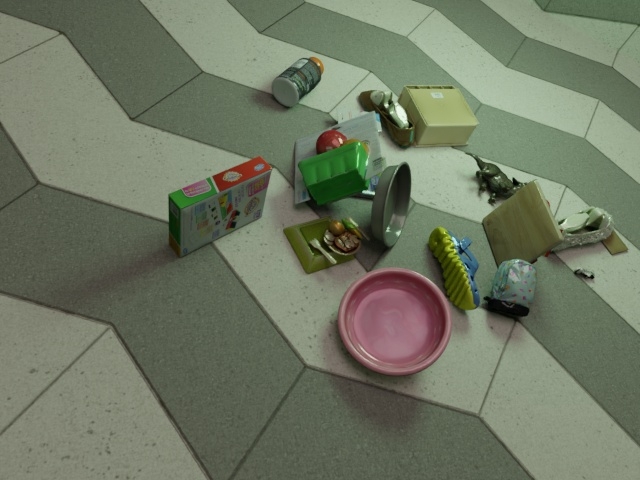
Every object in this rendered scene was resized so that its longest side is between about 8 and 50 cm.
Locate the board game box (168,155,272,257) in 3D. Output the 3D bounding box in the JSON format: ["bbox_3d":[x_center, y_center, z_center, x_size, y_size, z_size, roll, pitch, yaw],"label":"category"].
[{"bbox_3d":[-0.305,-0.102,1.572,0.317,0.242,0.064,-29,66,-32],"label":"board game box"}]

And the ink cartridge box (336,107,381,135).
[{"bbox_3d":[0.147,-0.466,2.079,0.182,0.061,0.104,6,54,-13],"label":"ink cartridge box"}]

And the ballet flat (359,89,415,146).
[{"bbox_3d":[0.282,-0.536,2.129,0.116,0.124,0.342,-22,64,-20],"label":"ballet flat"}]

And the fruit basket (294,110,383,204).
[{"bbox_3d":[0.060,-0.293,1.831,0.327,0.165,0.353,-18,40,16],"label":"fruit basket"}]

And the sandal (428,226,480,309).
[{"bbox_3d":[0.482,0.088,1.755,0.138,0.126,0.317,3,56,-20],"label":"sandal"}]

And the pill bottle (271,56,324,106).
[{"bbox_3d":[-0.081,-0.656,2.102,0.131,0.130,0.245,33,53,7],"label":"pill bottle"}]

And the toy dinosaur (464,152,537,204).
[{"bbox_3d":[0.699,-0.243,2.077,0.314,0.121,0.160,36,41,15],"label":"toy dinosaur"}]

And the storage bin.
[{"bbox_3d":[0.489,-0.534,2.195,0.263,0.123,0.260,-6,57,-20],"label":"storage bin"}]

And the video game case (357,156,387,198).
[{"bbox_3d":[0.163,-0.249,1.955,0.194,0.023,0.212,8,53,-12],"label":"video game case"}]

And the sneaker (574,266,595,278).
[{"bbox_3d":[0.992,0.124,1.936,0.083,0.032,0.036,8,54,-10],"label":"sneaker"}]

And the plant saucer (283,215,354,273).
[{"bbox_3d":[0.000,0.000,1.714,0.188,0.045,0.188,-17,62,-26],"label":"plant saucer"}]

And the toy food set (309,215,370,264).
[{"bbox_3d":[0.072,-0.010,1.689,0.192,0.038,0.132,-35,71,-33],"label":"toy food set"}]

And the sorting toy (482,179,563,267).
[{"bbox_3d":[0.731,-0.033,1.840,0.090,0.255,0.257,13,51,-28],"label":"sorting toy"}]

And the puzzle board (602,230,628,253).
[{"bbox_3d":[1.174,-0.004,2.096,0.097,0.011,0.128,-11,59,-22],"label":"puzzle board"}]

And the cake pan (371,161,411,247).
[{"bbox_3d":[0.239,-0.124,1.743,0.054,0.293,0.293,13,49,22],"label":"cake pan"}]

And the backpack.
[{"bbox_3d":[0.648,0.154,1.728,0.152,0.115,0.181,16,82,-11],"label":"backpack"}]

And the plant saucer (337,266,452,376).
[{"bbox_3d":[0.218,0.244,1.539,0.333,0.084,0.331,-2,61,4],"label":"plant saucer"}]

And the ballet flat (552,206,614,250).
[{"bbox_3d":[1.022,-0.059,2.006,0.409,0.147,0.147,-17,62,-25],"label":"ballet flat"}]
